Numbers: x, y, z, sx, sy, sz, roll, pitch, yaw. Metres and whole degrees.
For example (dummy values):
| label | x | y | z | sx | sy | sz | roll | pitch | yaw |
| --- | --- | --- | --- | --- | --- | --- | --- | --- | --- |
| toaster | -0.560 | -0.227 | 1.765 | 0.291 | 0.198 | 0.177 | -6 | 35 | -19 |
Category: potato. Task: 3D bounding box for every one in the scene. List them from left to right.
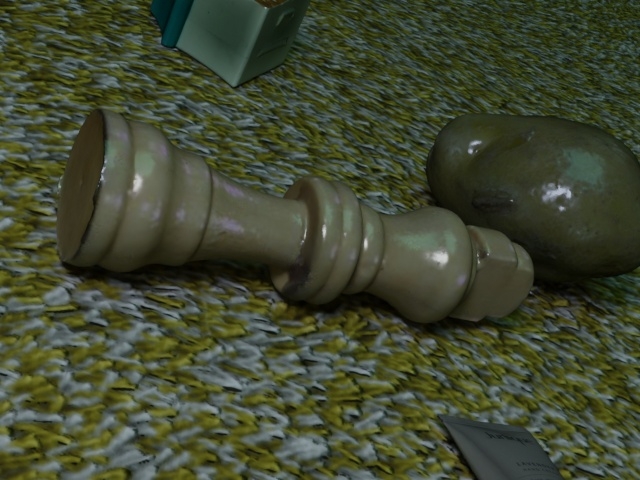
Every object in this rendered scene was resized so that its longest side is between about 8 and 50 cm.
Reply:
| label | x | y | z | sx | sy | sz | roll | pitch | yaw |
| --- | --- | --- | --- | --- | --- | --- | --- | --- | --- |
| potato | 0.209 | -0.047 | 1.079 | 0.235 | 0.160 | 0.178 | 24 | -11 | 21 |

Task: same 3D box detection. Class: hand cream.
| label | x | y | z | sx | sy | sz | roll | pitch | yaw |
| --- | --- | --- | --- | --- | --- | --- | --- | --- | --- |
| hand cream | 0.153 | 0.186 | 0.788 | 0.087 | 0.054 | 0.186 | 13 | 27 | -29 |

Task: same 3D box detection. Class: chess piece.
| label | x | y | z | sx | sy | sz | roll | pitch | yaw |
| --- | --- | --- | --- | --- | --- | --- | --- | --- | --- |
| chess piece | 0.000 | 0.000 | 0.890 | 0.397 | 0.117 | 0.117 | 13 | 33 | -25 |

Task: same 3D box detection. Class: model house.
| label | x | y | z | sx | sy | sz | roll | pitch | yaw |
| --- | --- | --- | --- | --- | --- | --- | --- | --- | --- |
| model house | -0.104 | -0.249 | 1.192 | 0.149 | 0.100 | 0.127 | 31 | 30 | 11 |
